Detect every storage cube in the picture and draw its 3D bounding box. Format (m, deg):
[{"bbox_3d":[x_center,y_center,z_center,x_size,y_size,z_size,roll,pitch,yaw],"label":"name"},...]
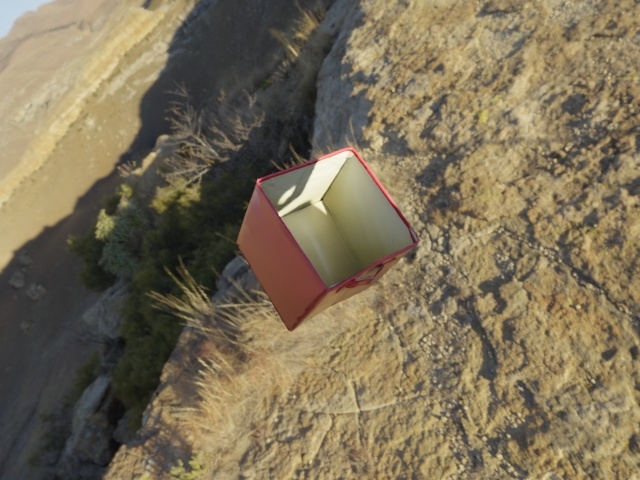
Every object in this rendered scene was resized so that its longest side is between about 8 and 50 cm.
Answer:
[{"bbox_3d":[0.000,0.000,0.725,0.184,0.214,0.193,-25,-17,-30],"label":"storage cube"}]
